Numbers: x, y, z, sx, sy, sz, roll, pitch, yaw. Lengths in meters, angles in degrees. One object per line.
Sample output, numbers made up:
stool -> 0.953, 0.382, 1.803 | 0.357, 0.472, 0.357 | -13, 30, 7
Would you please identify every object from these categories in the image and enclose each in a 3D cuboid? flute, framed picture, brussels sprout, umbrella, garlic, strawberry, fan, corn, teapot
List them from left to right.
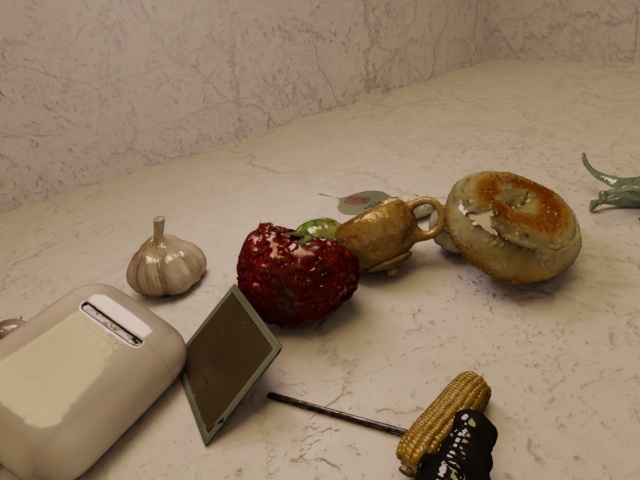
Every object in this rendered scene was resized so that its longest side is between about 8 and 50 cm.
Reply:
garlic -> -0.436, 0.034, 1.249 | 0.219, 0.212, 0.218 | -6, 25, 3
framed picture -> -0.188, 0.222, 0.878 | 0.216, 0.016, 0.273 | -51, 34, -1
strawberry -> -0.059, 0.084, 0.994 | 0.274, 0.220, 0.274 | 18, -2, 1
brussels sprout -> -0.001, -0.003, 1.215 | 0.155, 0.117, 0.155 | -20, 23, 9
flute -> 0.021, 0.289, 0.762 | 0.270, 0.014, 0.014 | 4, 32, 30
fan -> 0.094, -0.142, 1.550 | 0.310, 0.010, 0.182 | 16, 40, 44
teapot -> 0.157, 0.006, 1.084 | 0.311, 0.166, 0.203 | -26, -5, 15
umbrella -> 0.127, 0.349, 0.503 | 0.113, 0.106, 0.357 | 14, 40, 28
corn -> 0.184, 0.269, 0.666 | 0.207, 0.068, 0.068 | -31, 32, -35

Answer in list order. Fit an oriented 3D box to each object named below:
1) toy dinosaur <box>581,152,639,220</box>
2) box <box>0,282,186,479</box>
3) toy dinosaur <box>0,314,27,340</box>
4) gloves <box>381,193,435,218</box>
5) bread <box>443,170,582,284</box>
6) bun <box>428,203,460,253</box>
toy dinosaur -> 0.753, -0.121, 1.112 | 0.206, 0.092, 0.393 | -11, 26, 4
box -> -0.450, 0.245, 0.846 | 0.289, 0.141, 0.349 | 30, 42, 12
toy dinosaur -> -0.776, 0.236, 1.122 | 0.152, 0.177, 0.194 | 9, 64, 29
gloves -> 0.261, -0.097, 1.323 | 0.153, 0.070, 0.114 | -14, 18, -14
bread -> 0.401, -0.026, 0.980 | 0.306, 0.158, 0.305 | 10, 41, -9
bun -> 0.324, -0.017, 1.122 | 0.138, 0.094, 0.138 | 13, 44, -12
